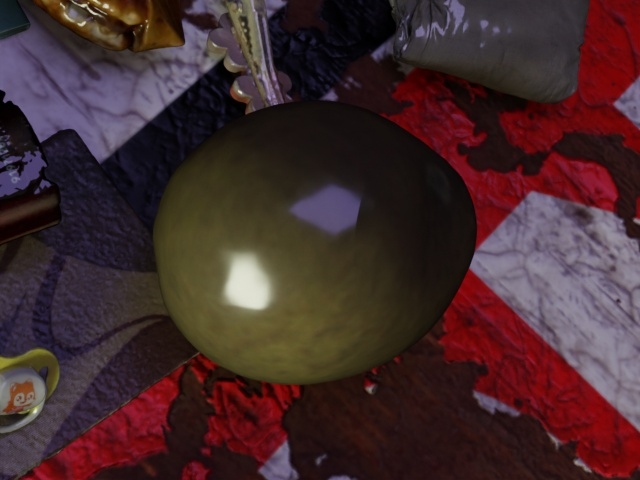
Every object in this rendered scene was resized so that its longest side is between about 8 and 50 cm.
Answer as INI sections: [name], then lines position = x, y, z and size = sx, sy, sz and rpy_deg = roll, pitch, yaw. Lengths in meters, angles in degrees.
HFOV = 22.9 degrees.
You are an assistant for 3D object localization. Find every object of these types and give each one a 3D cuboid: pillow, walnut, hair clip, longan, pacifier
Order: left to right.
[pacifier]
position = -0.237, 0.104, 1.171
size = 0.083, 0.068, 0.064
rpy_deg = -9, 37, -39
[walnut]
position = -0.192, -0.224, 1.284
size = 0.207, 0.116, 0.116
rpy_deg = 40, 63, -2
[hair clip]
position = -0.051, -0.135, 1.328
size = 0.062, 0.056, 0.214
rpy_deg = -9, 80, -38
[longan]
position = 0.000, 0.000, 1.185
size = 0.248, 0.248, 0.248
rpy_deg = 6, 67, -15
[pillow]
position = 0.153, -0.199, 1.402
size = 0.181, 0.078, 0.134
rpy_deg = 12, 69, -16

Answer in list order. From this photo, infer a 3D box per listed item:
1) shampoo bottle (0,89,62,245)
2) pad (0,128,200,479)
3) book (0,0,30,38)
[shampoo bottle]
position = -0.361, -0.010, 1.156
size = 0.323, 0.084, 0.129
rpy_deg = -23, 64, -22
[pad]
position = -0.261, 0.072, 1.201
size = 0.330, 0.004, 0.220
rpy_deg = -35, 82, -26
[book]
position = -0.314, -0.215, 1.292
size = 0.103, 0.017, 0.135
rpy_deg = -25, 79, -27
